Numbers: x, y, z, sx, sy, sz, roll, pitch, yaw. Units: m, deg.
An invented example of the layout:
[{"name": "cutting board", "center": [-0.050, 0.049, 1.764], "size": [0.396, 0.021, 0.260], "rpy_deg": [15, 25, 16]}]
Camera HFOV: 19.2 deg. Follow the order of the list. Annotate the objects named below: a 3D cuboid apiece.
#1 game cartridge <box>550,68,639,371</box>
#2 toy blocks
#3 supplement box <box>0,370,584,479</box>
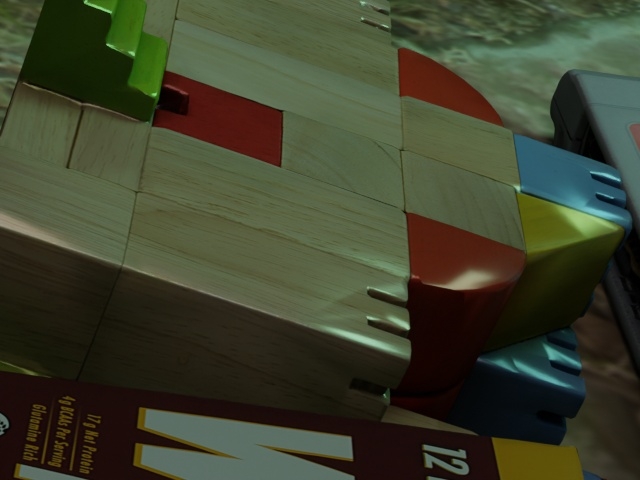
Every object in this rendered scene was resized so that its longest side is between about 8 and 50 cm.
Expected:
[{"name": "game cartridge", "center": [0.229, 0.006, 0.894], "size": [0.196, 0.060, 0.294], "rpy_deg": [10, 29, -11]}, {"name": "toy blocks", "center": [0.000, 0.000, 0.734], "size": [0.261, 0.190, 0.381], "rpy_deg": [19, 29, -10]}, {"name": "supplement box", "center": [-0.050, 0.144, 0.414], "size": [0.194, 0.191, 0.129], "rpy_deg": [9, 30, -6]}]
